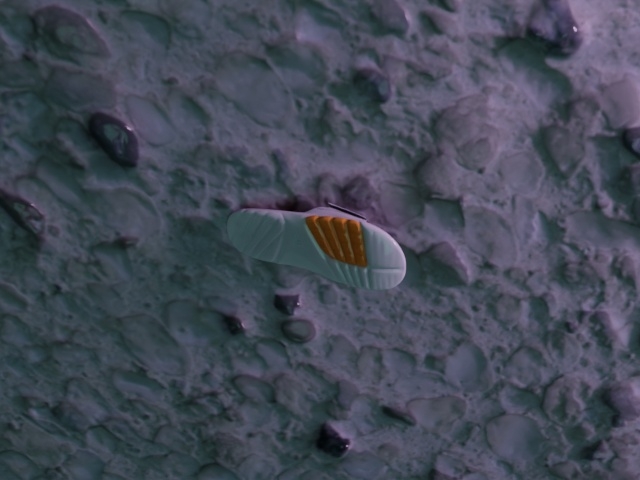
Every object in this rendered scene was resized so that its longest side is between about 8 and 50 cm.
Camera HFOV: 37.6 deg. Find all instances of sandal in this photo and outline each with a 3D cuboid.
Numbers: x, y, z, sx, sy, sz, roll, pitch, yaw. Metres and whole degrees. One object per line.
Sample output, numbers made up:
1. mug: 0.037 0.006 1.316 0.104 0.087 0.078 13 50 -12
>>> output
1. sandal: 0.000 -0.010 1.310 0.265 0.076 0.102 14 121 19
